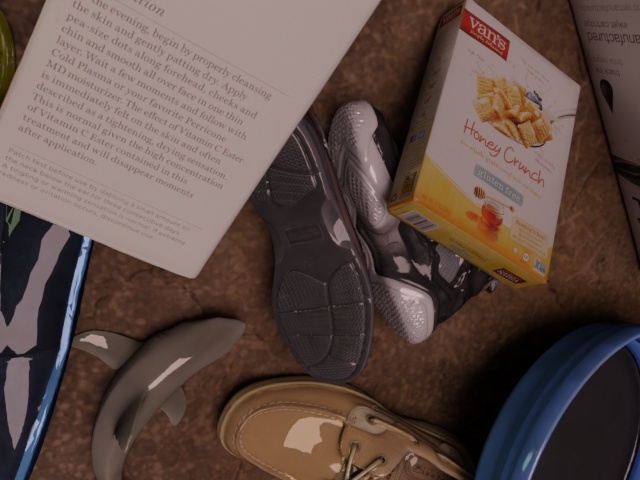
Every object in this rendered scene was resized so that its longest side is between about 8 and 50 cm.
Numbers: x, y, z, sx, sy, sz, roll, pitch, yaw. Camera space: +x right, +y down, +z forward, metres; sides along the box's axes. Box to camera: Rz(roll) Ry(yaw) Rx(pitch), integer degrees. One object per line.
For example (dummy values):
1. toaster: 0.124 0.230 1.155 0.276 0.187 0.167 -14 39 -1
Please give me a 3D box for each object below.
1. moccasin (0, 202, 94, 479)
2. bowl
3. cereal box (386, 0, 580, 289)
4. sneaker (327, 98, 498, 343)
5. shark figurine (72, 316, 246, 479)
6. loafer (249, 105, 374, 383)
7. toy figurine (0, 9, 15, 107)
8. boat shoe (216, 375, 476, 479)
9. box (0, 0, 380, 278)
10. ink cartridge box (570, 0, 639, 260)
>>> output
1. moccasin: -0.285 0.081 0.617 0.117 0.138 0.341 13 89 -16
2. bowl: 0.328 0.283 0.826 0.391 0.077 0.390 -10 108 -34
3. cereal box: 0.168 -0.095 0.667 0.173 0.047 0.240 28 65 -24
4. sneaker: 0.108 -0.034 0.708 0.153 0.101 0.268 -25 114 -15
5. shark figurine: -0.187 0.201 0.681 0.166 0.116 0.278 15 100 -20
6. loafer: 0.000 0.000 0.685 0.109 0.095 0.302 -4 116 21
7. toy figurine: -0.352 -0.146 0.403 0.217 0.362 0.191 -12 104 -4
8. boat shoe: 0.051 0.245 0.767 0.341 0.110 0.121 19 101 -22
9. box: -0.078 -0.183 0.477 0.168 0.215 0.345 26 119 -23
10. ink cartridge box: 0.438 -0.112 0.678 0.166 0.285 0.394 -28 113 -6
